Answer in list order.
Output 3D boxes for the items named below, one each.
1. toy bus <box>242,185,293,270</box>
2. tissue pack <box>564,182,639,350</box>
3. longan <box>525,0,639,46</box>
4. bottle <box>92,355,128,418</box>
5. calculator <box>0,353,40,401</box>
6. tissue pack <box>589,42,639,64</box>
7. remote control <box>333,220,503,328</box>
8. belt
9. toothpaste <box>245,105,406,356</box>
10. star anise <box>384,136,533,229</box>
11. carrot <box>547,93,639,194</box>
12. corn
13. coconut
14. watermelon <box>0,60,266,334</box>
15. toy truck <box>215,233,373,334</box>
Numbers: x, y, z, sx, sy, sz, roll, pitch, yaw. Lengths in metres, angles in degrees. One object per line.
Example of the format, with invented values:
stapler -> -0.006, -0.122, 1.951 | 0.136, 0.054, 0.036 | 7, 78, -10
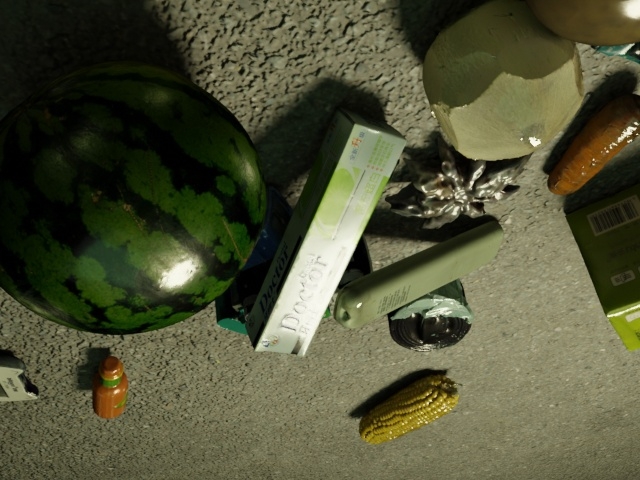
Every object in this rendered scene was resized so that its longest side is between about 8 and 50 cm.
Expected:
toy bus -> -0.151, 0.010, 0.914 | 0.236, 0.094, 0.079 | -21, 143, 17
tissue pack -> 0.543, 0.012, 0.960 | 0.274, 0.200, 0.167 | -25, 139, 23
longan -> 0.248, -0.267, 0.571 | 0.204, 0.159, 0.185 | 13, 131, 24
bottle -> -0.408, 0.281, 1.257 | 0.069, 0.069, 0.187 | 4, 143, -16
calculator -> -0.669, 0.256, 1.197 | 0.268, 0.040, 0.177 | 0, 143, -10
tissue pack -> 0.390, -0.231, 0.749 | 0.138, 0.028, 0.085 | 7, 141, -26
remote control -> 0.155, 0.049, 0.974 | 0.309, 0.038, 0.090 | -23, 143, -24
belt -> 0.193, 0.126, 1.154 | 0.151, 0.078, 0.198 | -13, 142, 10
toothpaste -> 0.000, 0.000, 0.843 | 0.081, 0.067, 0.336 | 13, 114, -27
star anise -> 0.192, -0.071, 0.898 | 0.204, 0.061, 0.181 | -8, 144, -1
carrot -> 0.364, -0.123, 0.866 | 0.060, 0.060, 0.186 | 6, 147, -18
corn -> 0.199, 0.392, 1.502 | 0.101, 0.101, 0.310 | 21, 136, -34
coconut -> 0.192, -0.162, 0.688 | 0.161, 0.162, 0.161 | -5, 143, -4
watermelon -> -0.198, -0.044, 0.669 | 0.285, 0.285, 0.285 | -5, 144, -4
toy truck -> -0.041, 0.070, 1.006 | 0.253, 0.114, 0.124 | -15, 147, 5
